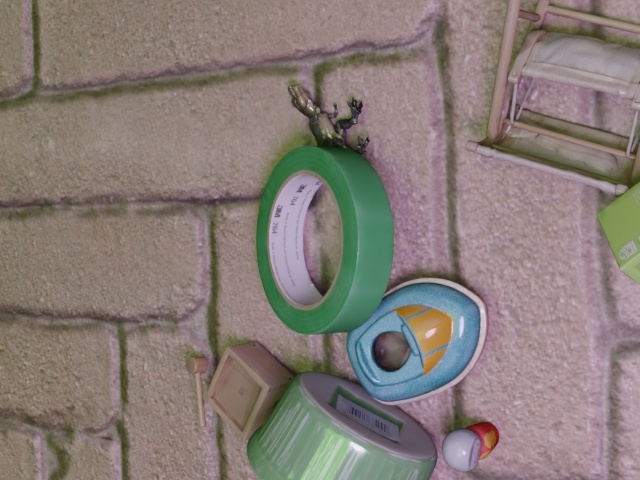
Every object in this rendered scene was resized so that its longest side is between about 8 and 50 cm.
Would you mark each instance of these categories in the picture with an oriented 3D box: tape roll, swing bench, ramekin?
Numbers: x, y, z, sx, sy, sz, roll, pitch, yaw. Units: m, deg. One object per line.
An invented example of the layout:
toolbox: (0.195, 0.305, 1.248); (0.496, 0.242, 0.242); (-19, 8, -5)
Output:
tape roll: (0.000, 0.000, 1.541); (0.321, 0.077, 0.321); (0, 90, 56)
swing bench: (0.386, -0.216, 1.334); (0.253, 0.165, 0.255); (22, 108, 27)
ramekin: (0.045, 0.345, 1.480); (0.303, 0.303, 0.148); (32, 100, 26)

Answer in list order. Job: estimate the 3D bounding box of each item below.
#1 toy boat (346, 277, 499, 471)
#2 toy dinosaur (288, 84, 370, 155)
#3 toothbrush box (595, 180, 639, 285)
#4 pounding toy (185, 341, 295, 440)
toy boat: (0.185, 0.220, 1.472); (0.267, 0.148, 0.318); (-37, 73, 26)
toy dinosaur: (0.035, -0.178, 1.598); (0.118, 0.064, 0.268); (-35, 75, 43)
toothbrush box: (0.553, -0.033, 1.194); (0.283, 0.206, 0.122); (-42, 31, 29)
pounding toy: (-0.164, 0.283, 1.718); (0.206, 0.094, 0.181); (39, 115, 33)
